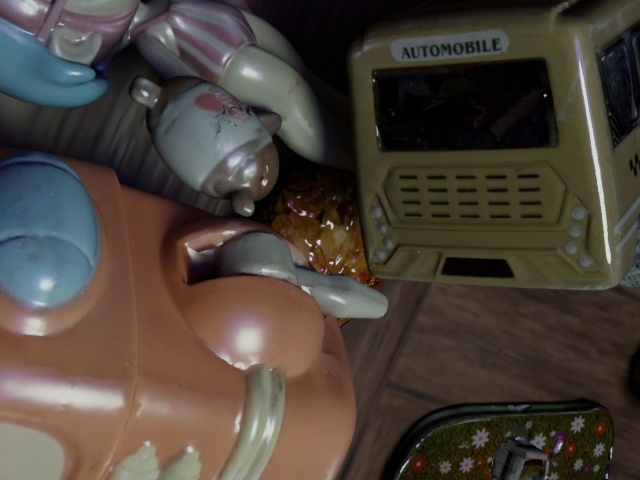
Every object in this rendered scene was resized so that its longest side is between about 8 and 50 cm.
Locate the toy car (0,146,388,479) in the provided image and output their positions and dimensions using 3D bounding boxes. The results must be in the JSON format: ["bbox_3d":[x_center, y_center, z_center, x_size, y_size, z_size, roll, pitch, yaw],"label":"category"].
[{"bbox_3d":[-0.112,0.062,0.453,0.270,0.180,0.212,15,130,-30],"label":"toy car"}]

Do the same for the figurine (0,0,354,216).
[{"bbox_3d":[-0.069,-0.075,0.501,0.260,0.205,0.103,23,131,-31],"label":"figurine"}]

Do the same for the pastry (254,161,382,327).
[{"bbox_3d":[-0.001,-0.002,0.615,0.169,0.063,0.087,-40,118,-18],"label":"pastry"}]

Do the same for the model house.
[{"bbox_3d":[0.150,0.278,0.724,0.207,0.154,0.294,3,103,-31],"label":"model house"}]

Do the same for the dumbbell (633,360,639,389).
[{"bbox_3d":[0.342,0.151,0.833,0.082,0.092,0.231,-38,123,18],"label":"dumbbell"}]

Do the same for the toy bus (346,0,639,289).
[{"bbox_3d":[0.134,-0.081,0.560,0.289,0.139,0.157,-34,120,-50],"label":"toy bus"}]
